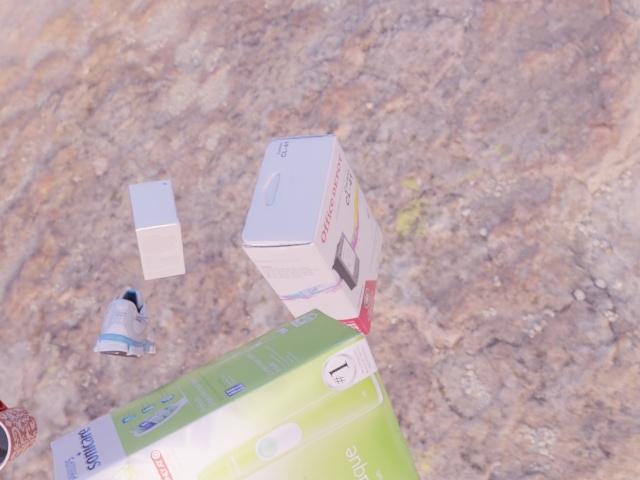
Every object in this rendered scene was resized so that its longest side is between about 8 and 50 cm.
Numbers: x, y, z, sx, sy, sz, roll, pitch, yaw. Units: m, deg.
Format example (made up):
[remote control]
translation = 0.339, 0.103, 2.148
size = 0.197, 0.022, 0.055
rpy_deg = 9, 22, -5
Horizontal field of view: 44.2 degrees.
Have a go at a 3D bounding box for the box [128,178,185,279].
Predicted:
[box]
translation = -0.344, -0.022, 1.661
size = 0.090, 0.171, 0.130
rpy_deg = -9, 52, -12

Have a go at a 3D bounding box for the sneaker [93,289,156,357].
[sneaker]
translation = -0.247, 0.106, 1.030
size = 0.190, 0.071, 0.083
rpy_deg = 152, 126, -79

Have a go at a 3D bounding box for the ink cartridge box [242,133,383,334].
[ink cartridge box]
translation = 0.000, 0.000, 1.360
size = 0.131, 0.306, 0.226
rpy_deg = -2, 57, 20

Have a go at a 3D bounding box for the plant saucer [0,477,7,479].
[plant saucer]
translation = -0.474, 0.419, 1.058
size = 0.037, 0.200, 0.200
rpy_deg = -14, 61, 46

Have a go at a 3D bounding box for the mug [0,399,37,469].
[mug]
translation = -0.600, 0.352, 1.476
size = 0.113, 0.169, 0.150
rpy_deg = 8, 85, 1

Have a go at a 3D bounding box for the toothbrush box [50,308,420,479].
[toothbrush box]
translation = -0.067, 0.221, 0.718
size = 0.283, 0.206, 0.122
rpy_deg = -25, 15, -16
